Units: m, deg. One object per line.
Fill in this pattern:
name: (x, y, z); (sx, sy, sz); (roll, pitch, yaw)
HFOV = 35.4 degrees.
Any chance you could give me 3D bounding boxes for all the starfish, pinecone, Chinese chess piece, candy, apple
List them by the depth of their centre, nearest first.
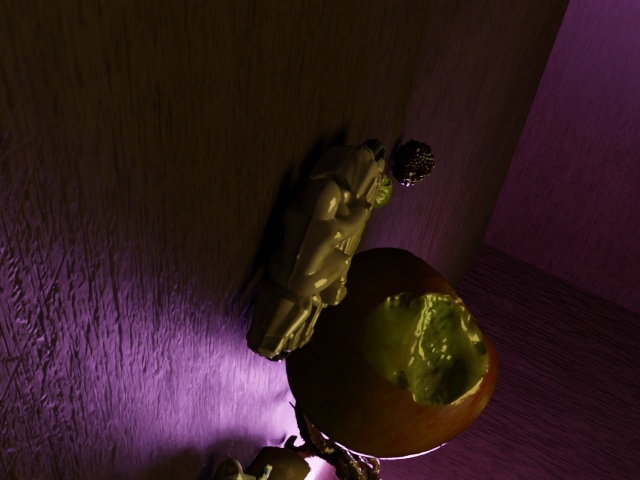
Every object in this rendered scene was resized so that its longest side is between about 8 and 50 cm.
candy: (0.065, -0.091, 1.559); (0.058, 0.062, 0.194); (-22, 166, 16)
apple: (0.109, 0.186, 1.600); (0.339, 0.339, 0.339); (-59, 166, -24)
pinecone: (0.165, -0.136, 1.790); (0.077, 0.077, 0.083); (-57, 169, -32)
Chinese chess piece: (-0.108, 0.511, 1.874); (0.257, 0.104, 0.257); (-59, 167, -22)
starfish: (0.035, 0.415, 1.944); (0.113, 0.303, 0.312); (-52, -154, -15)

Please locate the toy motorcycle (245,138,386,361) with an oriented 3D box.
toy motorcycle: (0.000, 0.000, 1.313); (0.341, 0.108, 0.223); (-64, 168, -8)

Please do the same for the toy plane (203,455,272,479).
toy plane: (-0.132, 0.463, 1.562); (0.107, 0.182, 0.273); (-119, -169, -64)
